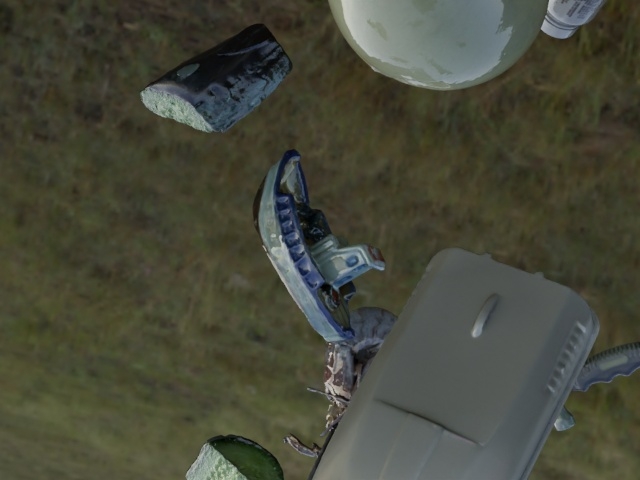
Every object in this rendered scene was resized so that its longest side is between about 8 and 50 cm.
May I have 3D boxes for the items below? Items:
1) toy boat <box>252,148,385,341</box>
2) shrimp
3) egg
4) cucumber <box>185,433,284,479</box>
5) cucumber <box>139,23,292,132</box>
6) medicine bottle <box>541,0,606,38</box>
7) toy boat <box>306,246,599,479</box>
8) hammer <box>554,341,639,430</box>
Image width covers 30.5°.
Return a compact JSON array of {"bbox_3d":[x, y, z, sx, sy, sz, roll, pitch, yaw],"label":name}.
[{"bbox_3d":[0.000,0.000,1.485,0.115,0.262,0.114,-36,156,14],"label":"toy boat"},{"bbox_3d":[0.043,0.254,1.520,0.145,0.343,0.116,16,169,-31],"label":"shrimp"},{"bbox_3d":[0.121,-0.264,1.205,0.219,0.219,0.269,1,179,41],"label":"egg"},{"bbox_3d":[-0.103,0.304,1.478,0.062,0.116,0.115,-21,152,-46],"label":"cucumber"},{"bbox_3d":[-0.139,-0.216,1.558,0.115,0.193,0.086,52,170,31],"label":"cucumber"},{"bbox_3d":[0.326,-0.322,1.477,0.079,0.079,0.140,15,147,-11],"label":"medicine bottle"},{"bbox_3d":[0.082,0.141,0.802,0.140,0.270,0.141,25,171,4],"label":"toy boat"},{"bbox_3d":[0.475,0.216,1.977,0.226,0.159,0.041,-19,176,20],"label":"hammer"}]
